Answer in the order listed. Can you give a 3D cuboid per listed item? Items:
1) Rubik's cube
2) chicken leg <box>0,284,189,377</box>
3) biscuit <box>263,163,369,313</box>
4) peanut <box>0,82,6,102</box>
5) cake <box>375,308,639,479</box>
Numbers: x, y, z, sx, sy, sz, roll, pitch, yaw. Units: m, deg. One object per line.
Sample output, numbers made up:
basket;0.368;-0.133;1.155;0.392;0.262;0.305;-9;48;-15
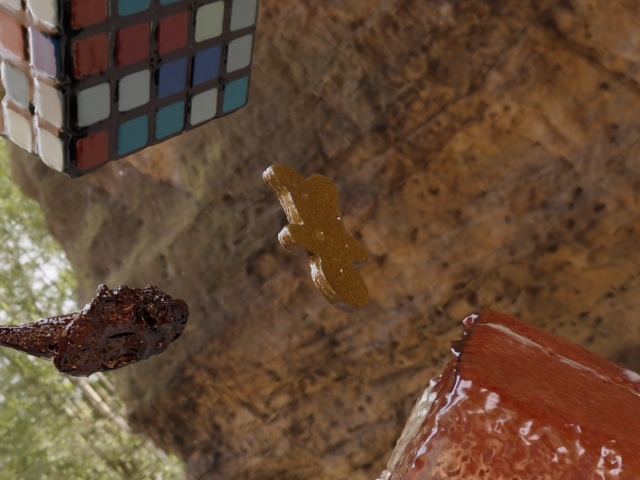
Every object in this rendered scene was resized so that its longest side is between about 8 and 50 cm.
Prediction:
Rubik's cube;-0.168;-0.181;0.657;0.187;0.184;0.182;-30;-38;-42
chicken leg;-0.220;0.081;0.830;0.205;0.053;0.093;-18;-45;1
biscuit;-0.001;0.000;1.090;0.138;0.205;0.031;11;-44;-47
peanut;-0.244;-0.140;0.393;0.147;0.147;0.305;-42;-42;-14
cake;0.115;0.154;0.567;0.283;0.150;0.177;-29;-38;-77
